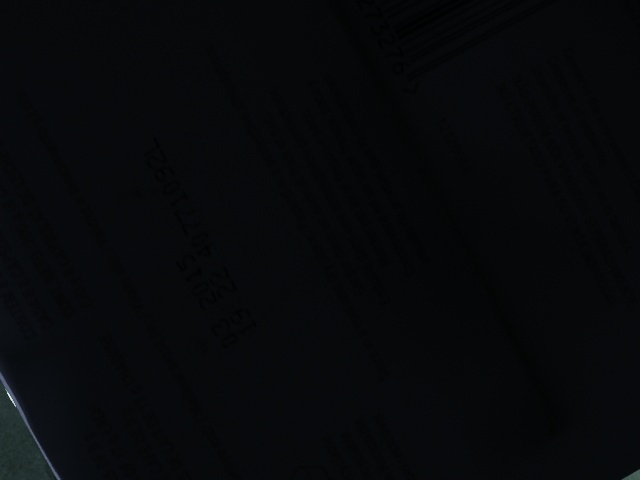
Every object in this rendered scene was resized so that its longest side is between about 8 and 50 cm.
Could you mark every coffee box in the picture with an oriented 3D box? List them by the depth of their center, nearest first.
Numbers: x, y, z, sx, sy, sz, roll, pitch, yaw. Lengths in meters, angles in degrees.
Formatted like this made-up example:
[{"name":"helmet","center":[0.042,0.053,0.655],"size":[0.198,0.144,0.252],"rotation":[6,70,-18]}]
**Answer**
[{"name":"coffee box","center":[-0.015,-0.019,0.681],"size":[0.338,0.338,0.334],"rotation":[63,170,-5]}]
